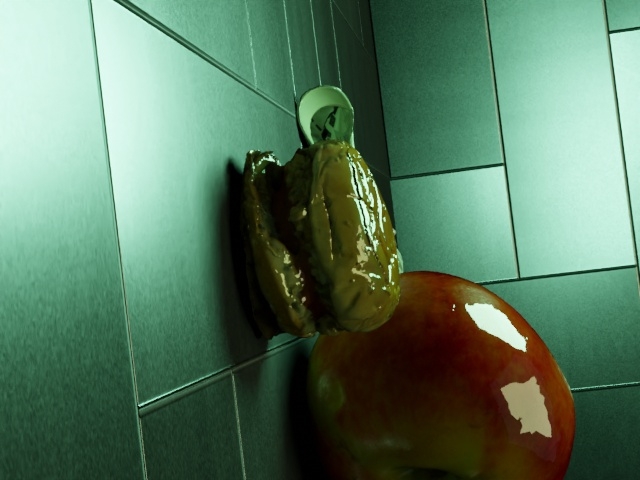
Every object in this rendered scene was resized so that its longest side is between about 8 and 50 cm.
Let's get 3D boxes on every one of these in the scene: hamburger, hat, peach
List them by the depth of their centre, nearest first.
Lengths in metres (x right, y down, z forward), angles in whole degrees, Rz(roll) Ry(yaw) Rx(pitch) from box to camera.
[{"bbox_3d":[0.000,0.000,1.431,0.244,0.163,0.244,-6,90,-80],"label":"hamburger"},{"bbox_3d":[0.157,0.219,1.688,0.388,0.388,0.388,-7,90,-82],"label":"peach"},{"bbox_3d":[0.001,-0.175,1.977,0.122,0.081,0.166,-56,143,-10],"label":"hat"}]

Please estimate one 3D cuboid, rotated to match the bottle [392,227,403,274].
[{"bbox_3d":[0.088,0.063,2.157,0.253,0.120,0.120,-86,167,-56],"label":"bottle"}]
